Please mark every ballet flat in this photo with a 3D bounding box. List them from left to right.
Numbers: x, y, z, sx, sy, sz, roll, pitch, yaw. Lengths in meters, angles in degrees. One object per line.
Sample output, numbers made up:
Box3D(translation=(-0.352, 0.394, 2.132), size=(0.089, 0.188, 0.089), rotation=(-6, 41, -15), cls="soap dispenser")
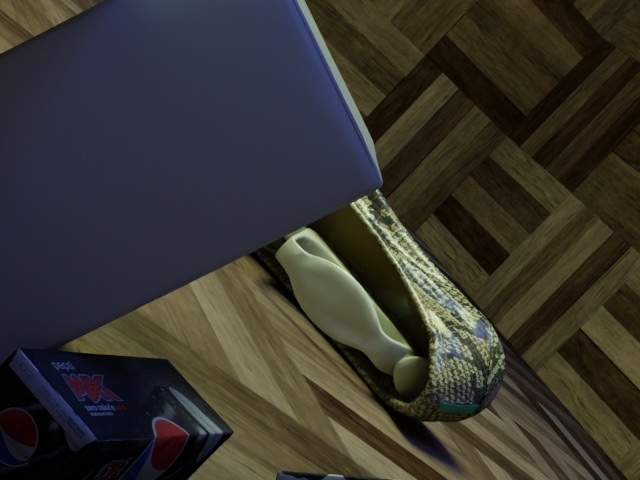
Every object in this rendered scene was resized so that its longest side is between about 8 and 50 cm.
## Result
Box3D(translation=(0.000, 0.000, 1.475), size=(0.483, 0.164, 0.182), rotation=(49, 24, 25), cls="ballet flat")

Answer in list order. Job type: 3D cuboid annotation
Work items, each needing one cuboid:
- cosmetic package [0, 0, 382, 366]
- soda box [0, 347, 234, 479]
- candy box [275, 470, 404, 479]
Box3D(translation=(-0.096, -0.049, 0.729), size=(0.138, 0.224, 0.224), rotation=(64, 5, -6), cls="cosmetic package")
Box3D(translation=(-0.104, 0.091, 0.664), size=(0.060, 0.053, 0.169), rotation=(46, 8, 16), cls="soda box")
Box3D(translation=(0.091, 0.181, 0.731), size=(0.196, 0.070, 0.165), rotation=(-3, -26, 37), cls="candy box")
